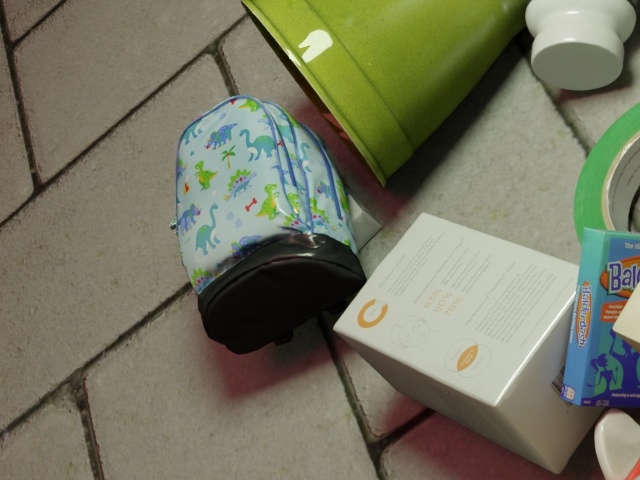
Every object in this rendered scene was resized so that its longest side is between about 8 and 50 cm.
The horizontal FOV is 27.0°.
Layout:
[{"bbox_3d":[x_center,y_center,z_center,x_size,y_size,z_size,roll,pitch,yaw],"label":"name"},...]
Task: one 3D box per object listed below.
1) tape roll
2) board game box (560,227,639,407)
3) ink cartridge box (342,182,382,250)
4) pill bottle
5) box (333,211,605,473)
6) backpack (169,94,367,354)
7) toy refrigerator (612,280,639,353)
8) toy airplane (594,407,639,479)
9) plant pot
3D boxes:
[{"bbox_3d":[0.495,-0.057,1.749,0.321,0.077,0.321,-20,53,28],"label":"tape roll"},{"bbox_3d":[0.380,0.095,1.607,0.047,0.160,0.210,-162,77,-66],"label":"board game box"},{"bbox_3d":[0.000,0.000,2.161,0.180,0.060,0.104,-45,45,9],"label":"ink cartridge box"},{"bbox_3d":[0.390,-0.375,1.983,0.162,0.162,0.278,-10,58,36],"label":"pill bottle"},{"bbox_3d":[0.219,0.126,1.766,0.215,0.168,0.345,-51,35,-11],"label":"box"},{"bbox_3d":[-0.091,-0.052,2.074,0.290,0.273,0.355,-30,37,33],"label":"backpack"},{"bbox_3d":[0.455,0.132,1.537,0.102,0.269,0.094,27,83,47],"label":"toy refrigerator"},{"bbox_3d":[0.296,0.353,1.506,0.386,0.272,0.384,-63,10,14],"label":"toy airplane"},{"bbox_3d":[0.126,-0.332,2.084,0.353,0.366,0.366,-37,45,1],"label":"plant pot"}]
